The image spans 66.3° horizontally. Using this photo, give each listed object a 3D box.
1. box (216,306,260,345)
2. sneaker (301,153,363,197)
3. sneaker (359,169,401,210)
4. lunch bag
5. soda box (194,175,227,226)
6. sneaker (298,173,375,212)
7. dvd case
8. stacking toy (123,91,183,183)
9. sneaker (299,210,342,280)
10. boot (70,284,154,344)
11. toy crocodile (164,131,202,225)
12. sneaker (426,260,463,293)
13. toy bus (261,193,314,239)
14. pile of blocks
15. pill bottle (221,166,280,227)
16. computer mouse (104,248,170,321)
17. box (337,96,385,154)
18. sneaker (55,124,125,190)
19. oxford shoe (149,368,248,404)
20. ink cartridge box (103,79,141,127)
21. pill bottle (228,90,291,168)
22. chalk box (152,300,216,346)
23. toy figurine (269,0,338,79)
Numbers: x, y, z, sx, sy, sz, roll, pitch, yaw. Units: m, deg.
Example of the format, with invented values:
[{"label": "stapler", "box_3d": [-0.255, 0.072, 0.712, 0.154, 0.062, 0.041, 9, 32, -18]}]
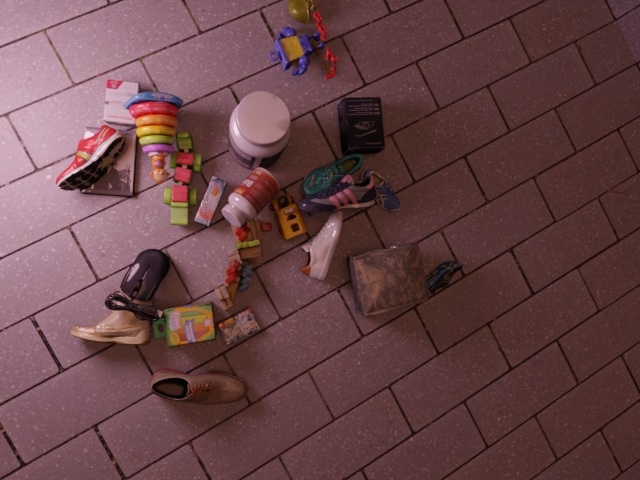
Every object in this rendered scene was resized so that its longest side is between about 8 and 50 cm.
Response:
[{"label": "box", "box_3d": [-0.307, 0.319, 1.827, 0.137, 0.027, 0.093, -26, 94, -12]}, {"label": "sneaker", "box_3d": [0.046, -0.260, 1.889, 0.275, 0.110, 0.107, -33, 92, -11]}, {"label": "sneaker", "box_3d": [0.242, -0.196, 1.942, 0.211, 0.081, 0.080, 43, 78, -8]}, {"label": "lunch bag", "box_3d": [0.266, 0.145, 1.887, 0.287, 0.169, 0.235, -11, 89, -8]}, {"label": "soda box", "box_3d": [-0.405, -0.142, 1.811, 0.058, 0.063, 0.183, 21, 83, -10]}, {"label": "sneaker", "box_3d": [0.064, -0.183, 1.844, 0.319, 0.112, 0.131, -11, 117, -27]}, {"label": "dvd case", "box_3d": [-0.758, -0.281, 1.761, 0.179, 0.029, 0.238, 4, 86, -12]}, {"label": "stacking toy", "box_3d": [-0.568, -0.348, 1.700, 0.175, 0.166, 0.301, -5, 91, -37]}, {"label": "sneaker", "box_3d": [0.000, 0.000, 1.868, 0.123, 0.106, 0.290, 19, 83, -9]}, {"label": "boot", "box_3d": [-0.720, 0.255, 1.711, 0.262, 0.095, 0.203, 6, 81, -4]}, {"label": "toy crocodile", "box_3d": [-0.499, -0.222, 1.774, 0.115, 0.105, 0.340, 7, 86, -11]}, {"label": "sneaker", "box_3d": [0.501, 0.148, 1.996, 0.188, 0.067, 0.078, -35, 116, -13]}, {"label": "toy bus", "box_3d": [-0.123, -0.101, 1.848, 0.202, 0.104, 0.190, 23, 83, -10]}, {"label": "pile of blocks", "box_3d": [-0.289, 0.086, 1.800, 0.149, 0.112, 0.362, 14, 85, -11]}, {"label": "pill bottle", "box_3d": [-0.254, -0.154, 1.775, 0.121, 0.121, 0.216, 42, 67, -7]}, {"label": "computer mouse", "box_3d": [-0.601, 0.132, 1.692, 0.189, 0.072, 0.272, 21, 53, -12]}, {"label": "box", "box_3d": [0.158, -0.447, 1.922, 0.153, 0.108, 0.207, -3, 88, -12]}, {"label": "sneaker", "box_3d": [-0.809, -0.288, 1.702, 0.118, 0.107, 0.279, 40, 77, 12]}, {"label": "oxford shoe", "box_3d": [-0.430, 0.533, 1.738, 0.348, 0.130, 0.122, 6, 86, -12]}, {"label": "ink cartridge box", "box_3d": [-0.711, -0.490, 1.763, 0.109, 0.063, 0.150, 5, 87, -12]}, {"label": "pill bottle", "box_3d": [-0.213, -0.377, 1.710, 0.210, 0.363, 0.210, 1, 87, -12]}, {"label": "chalk box", "box_3d": [-0.483, 0.297, 1.738, 0.213, 0.132, 0.132, -8, 89, -12]}, {"label": "toy figurine", "box_3d": [-0.103, -0.761, 1.850, 0.217, 0.191, 0.362, -24, 91, -7]}]
